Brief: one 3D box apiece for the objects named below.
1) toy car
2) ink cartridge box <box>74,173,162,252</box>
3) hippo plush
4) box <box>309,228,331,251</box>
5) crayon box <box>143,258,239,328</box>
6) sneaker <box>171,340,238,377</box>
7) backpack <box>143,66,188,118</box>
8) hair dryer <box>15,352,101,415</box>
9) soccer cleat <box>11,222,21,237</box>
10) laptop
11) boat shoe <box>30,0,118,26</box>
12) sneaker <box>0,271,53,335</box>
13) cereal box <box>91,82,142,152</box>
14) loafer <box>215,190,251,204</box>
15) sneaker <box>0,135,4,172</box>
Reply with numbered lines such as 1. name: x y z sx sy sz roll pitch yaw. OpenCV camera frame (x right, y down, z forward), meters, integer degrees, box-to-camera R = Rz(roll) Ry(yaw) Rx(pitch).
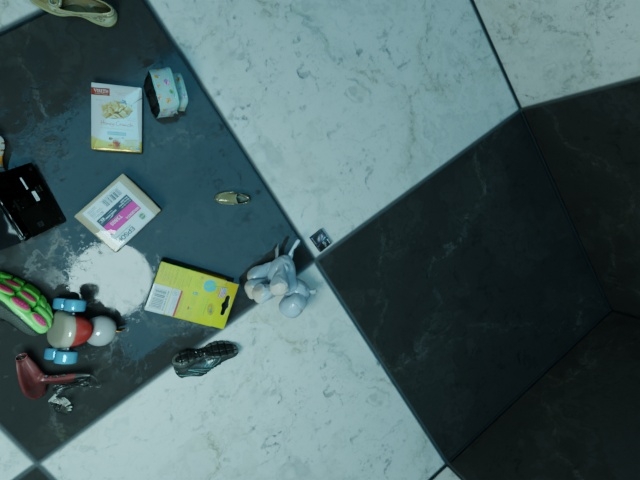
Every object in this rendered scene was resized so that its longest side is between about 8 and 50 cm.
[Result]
1. toy car: -0.856 0.333 1.581 0.238 0.210 0.219 15 75 -47
2. ink cartridge box: -0.751 -0.103 1.599 0.235 0.088 0.193 -47 106 -10
3. hippo plush: -0.163 0.197 1.796 0.237 0.234 0.294 56 34 -33
4. box: 0.000 0.000 1.899 0.067 0.018 0.083 -38 105 -11
5. crayon box: -0.513 0.219 1.713 0.318 0.081 0.202 20 89 -19
6. sneaker: -0.472 0.492 1.761 0.267 0.101 0.106 -9 120 -19
7. backpack: -0.568 -0.545 1.565 0.144 0.188 0.166 -14 99 -17
8. hair dryer: -0.982 0.504 1.565 0.223 0.080 0.293 -42 119 6
9. soccer cleat: -1.125 -0.005 1.486 0.196 0.076 0.068 -25 103 -15
10. laptop: -1.082 -0.106 1.466 0.264 0.136 0.234 -51 125 -54
11. boat shoe: -0.867 -0.838 1.488 0.285 0.089 0.105 7 93 -19
12. sneaker: -1.158 0.210 1.455 0.482 0.185 0.202 27 94 -7
13. cereal box: -0.754 -0.452 1.585 0.173 0.047 0.240 0 95 -19
14. loafer: -0.356 -0.175 1.745 0.148 0.050 0.056 -4 96 -18
15. sneaker: -1.148 -0.265 1.461 0.083 0.084 0.215 16 96 9
